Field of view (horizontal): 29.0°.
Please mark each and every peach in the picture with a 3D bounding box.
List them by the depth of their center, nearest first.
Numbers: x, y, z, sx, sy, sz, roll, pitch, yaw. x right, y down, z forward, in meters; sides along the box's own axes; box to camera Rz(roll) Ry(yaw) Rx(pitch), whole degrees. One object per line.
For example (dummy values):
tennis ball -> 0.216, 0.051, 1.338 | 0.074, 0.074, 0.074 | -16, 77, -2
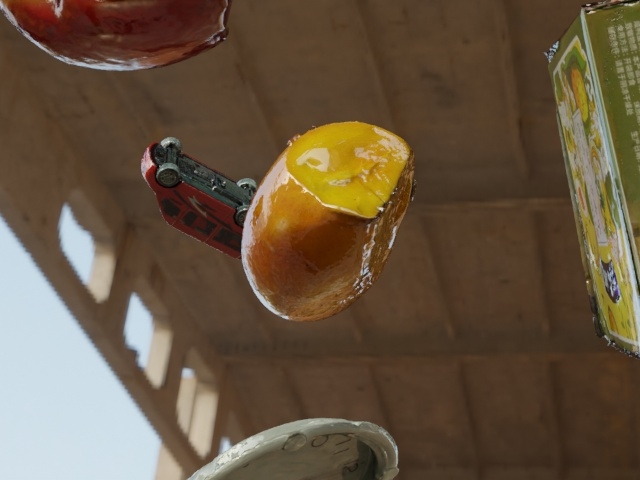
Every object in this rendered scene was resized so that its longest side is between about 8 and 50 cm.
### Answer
peach -> -0.108, -0.216, 0.804 | 0.196, 0.226, 0.189 | 4, -56, 41

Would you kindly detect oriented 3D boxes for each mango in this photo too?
mango -> 0.000, 0.000, 1.274 | 0.138, 0.187, 0.257 | 38, -41, 14

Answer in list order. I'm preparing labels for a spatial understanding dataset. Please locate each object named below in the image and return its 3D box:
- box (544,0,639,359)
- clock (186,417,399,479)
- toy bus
box -> 0.394, -0.071, 1.521 | 0.138, 0.420, 0.373 | -12, -1, 3
clock -> -0.044, 0.226, 1.111 | 0.237, 0.053, 0.236 | -21, -38, -18
toy bus -> -0.163, -0.057, 1.680 | 0.195, 0.081, 0.089 | 28, -61, -22
